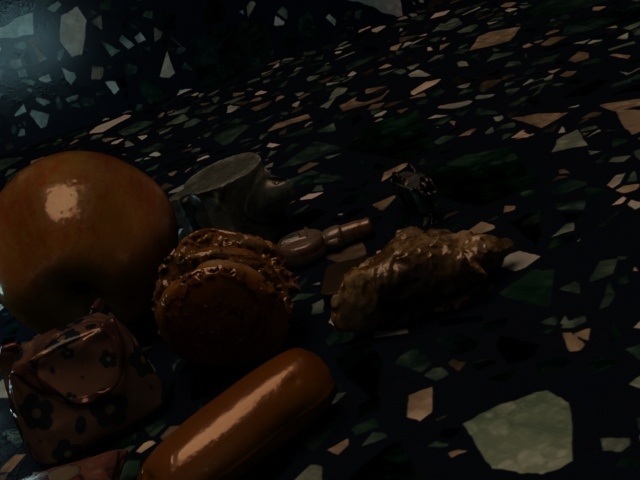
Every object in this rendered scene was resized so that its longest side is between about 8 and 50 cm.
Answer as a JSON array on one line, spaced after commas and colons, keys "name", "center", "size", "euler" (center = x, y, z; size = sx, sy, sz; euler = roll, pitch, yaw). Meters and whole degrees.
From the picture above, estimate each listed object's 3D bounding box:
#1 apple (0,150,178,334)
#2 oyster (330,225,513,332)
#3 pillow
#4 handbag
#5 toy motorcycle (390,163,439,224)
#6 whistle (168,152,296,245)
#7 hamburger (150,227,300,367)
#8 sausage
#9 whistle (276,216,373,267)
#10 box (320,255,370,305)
[{"name": "apple", "center": [-0.472, 0.018, 2.115], "size": [0.391, 0.391, 0.346], "euler": [-16, 34, 8]}, {"name": "oyster", "center": [0.182, 0.061, 1.810], "size": [0.341, 0.166, 0.110], "euler": [-7, 12, -12]}, {"name": "pillow", "center": [-0.406, 0.404, 1.570], "size": [0.236, 0.084, 0.223], "euler": [-15, 22, 5]}, {"name": "handbag", "center": [-0.412, 0.236, 1.805], "size": [0.251, 0.193, 0.190], "euler": [-27, 20, -18]}, {"name": "toy motorcycle", "center": [0.199, -0.098, 2.181], "size": [0.058, 0.100, 0.173], "euler": [-26, 21, -13]}, {"name": "whistle", "center": [-0.251, -0.046, 2.335], "size": [0.404, 0.168, 0.188], "euler": [-26, 22, -3]}, {"name": "hamburger", "center": [-0.177, 0.100, 1.851], "size": [0.245, 0.260, 0.211], "euler": [-35, 25, 13]}, {"name": "sausage", "center": [-0.136, 0.291, 1.578], "size": [0.354, 0.116, 0.134], "euler": [-35, 37, -23]}, {"name": "whistle", "center": [0.000, 0.000, 2.172], "size": [0.220, 0.057, 0.107], "euler": [-17, 23, 2]}, {"name": "box", "center": [0.051, 0.076, 1.995], "size": [0.091, 0.031, 0.126], "euler": [-14, 23, 13]}]
